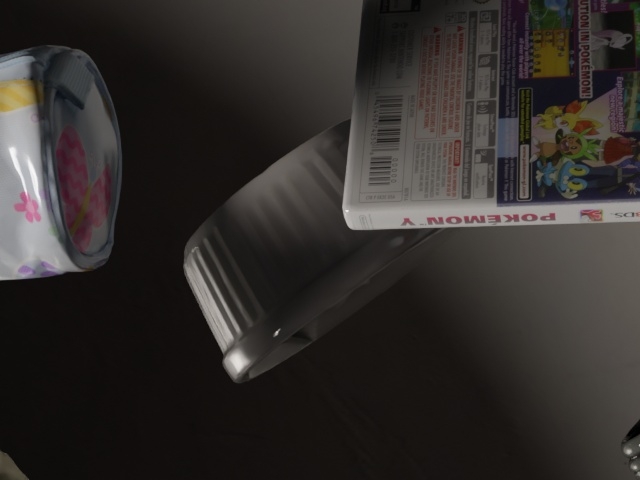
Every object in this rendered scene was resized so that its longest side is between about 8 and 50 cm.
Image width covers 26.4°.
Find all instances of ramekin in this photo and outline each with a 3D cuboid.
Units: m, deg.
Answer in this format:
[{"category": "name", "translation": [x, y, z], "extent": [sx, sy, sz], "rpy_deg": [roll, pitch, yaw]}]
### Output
[{"category": "ramekin", "translation": [0.000, 0.000, 1.212], "extent": [0.273, 0.273, 0.127], "rpy_deg": [-37, 84, 5]}]

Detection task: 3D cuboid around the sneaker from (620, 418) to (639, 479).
[{"category": "sneaker", "translation": [0.394, 0.147, 1.199], "extent": [0.295, 0.104, 0.147], "rpy_deg": [-36, 85, -9]}]

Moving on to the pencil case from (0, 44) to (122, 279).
[{"category": "pencil case", "translation": [-0.241, -0.036, 0.711], "extent": [0.273, 0.113, 0.124], "rpy_deg": [-2, 112, 10]}]

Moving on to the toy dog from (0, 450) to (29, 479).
[{"category": "toy dog", "translation": [-0.441, 0.255, 0.998], "extent": [0.408, 0.395, 0.285], "rpy_deg": [-32, 105, -1]}]

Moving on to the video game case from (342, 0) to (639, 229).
[{"category": "video game case", "translation": [0.110, -0.096, 0.739], "extent": [0.183, 0.023, 0.201], "rpy_deg": [-2, 56, 12]}]
